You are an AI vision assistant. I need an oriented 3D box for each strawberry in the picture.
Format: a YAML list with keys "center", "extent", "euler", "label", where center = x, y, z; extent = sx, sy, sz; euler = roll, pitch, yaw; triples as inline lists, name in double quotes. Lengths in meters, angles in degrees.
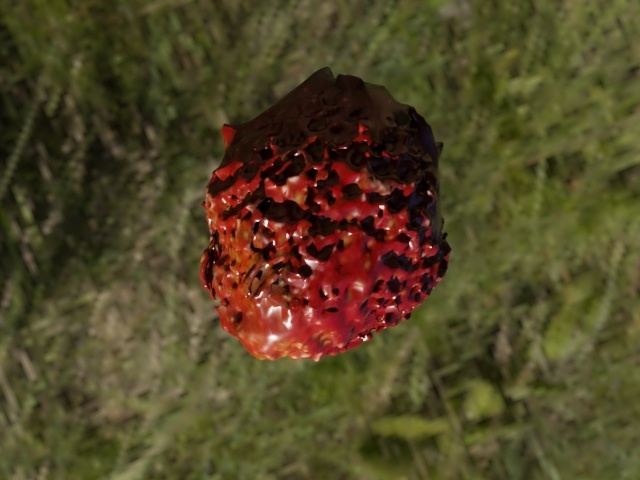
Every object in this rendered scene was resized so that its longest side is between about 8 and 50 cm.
- center: [0.000, 0.000, 1.220]
  extent: [0.187, 0.184, 0.201]
  euler: [-28, -157, 37]
  label: "strawberry"
